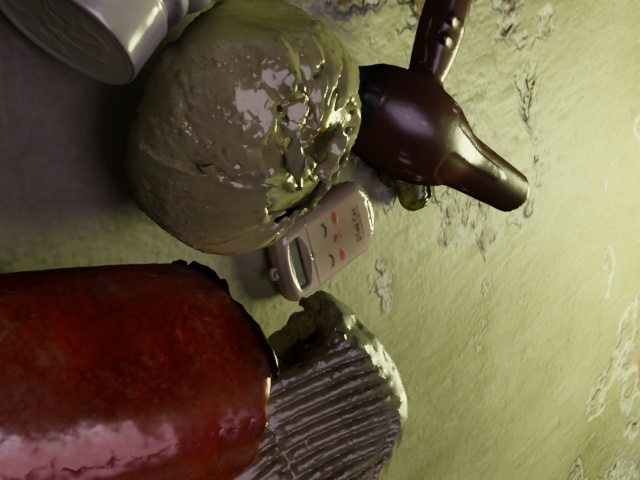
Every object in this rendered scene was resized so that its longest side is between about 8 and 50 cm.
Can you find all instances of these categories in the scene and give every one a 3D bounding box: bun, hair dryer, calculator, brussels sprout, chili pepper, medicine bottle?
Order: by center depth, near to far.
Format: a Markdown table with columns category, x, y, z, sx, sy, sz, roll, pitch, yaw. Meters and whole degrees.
| category | x | y | z | sx | sy | sz | roll | pitch | yaw |
| --- | --- | --- | --- | --- | --- | --- | --- | --- | --- |
| chili pepper | -0.223 | 0.114 | 0.742 | 0.305 | 0.251 | 0.229 | 9 | 130 | -43 |
| medicine bottle | -0.135 | -0.285 | 0.767 | 0.293 | 0.170 | 0.170 | -59 | 136 | -17 |
| bun | -0.055 | -0.098 | 0.878 | 0.259 | 0.152 | 0.259 | -50 | 156 | -33 |
| bun | -0.044 | 0.202 | 0.984 | 0.281 | 0.205 | 0.282 | 4 | 81 | -24 |
| calculator | 0.000 | 0.000 | 1.101 | 0.175 | 0.032 | 0.100 | -36 | 126 | -34 |
| hair dryer | 0.176 | -0.224 | 1.132 | 0.312 | 0.123 | 0.341 | 19 | 87 | -36 |
| brussels sprout | 0.110 | -0.074 | 1.186 | 0.083 | 0.046 | 0.051 | 44 | 67 | -44 |
